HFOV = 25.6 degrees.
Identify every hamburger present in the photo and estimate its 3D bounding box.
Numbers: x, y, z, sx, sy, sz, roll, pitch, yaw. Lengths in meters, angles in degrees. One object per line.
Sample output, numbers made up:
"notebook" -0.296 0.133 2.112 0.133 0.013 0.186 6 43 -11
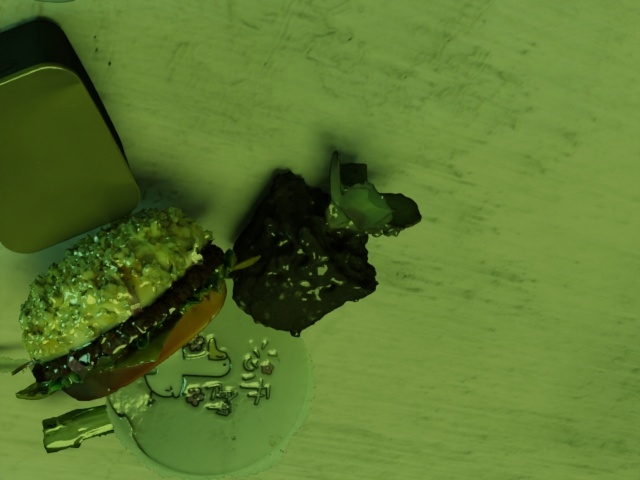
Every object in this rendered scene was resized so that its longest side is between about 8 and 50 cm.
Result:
"hamburger" -0.202 0.058 1.404 0.262 0.243 0.138 -28 100 36

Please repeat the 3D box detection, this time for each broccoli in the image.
"broccoli" -0.216 0.197 1.601 0.204 0.118 0.122 -10 161 -16

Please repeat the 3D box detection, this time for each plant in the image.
"plant" 0.000 0.000 1.476 0.142 0.131 0.203 21 121 -31

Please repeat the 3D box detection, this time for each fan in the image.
"fan" -0.211 0.144 1.553 0.415 0.012 0.233 6 90 -5

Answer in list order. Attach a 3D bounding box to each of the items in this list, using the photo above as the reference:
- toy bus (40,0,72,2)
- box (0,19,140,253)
"toy bus" -0.233 -0.328 1.038 0.232 0.194 0.287 9 129 -17
"box" -0.267 -0.097 1.312 0.144 0.090 0.201 -22 136 2
